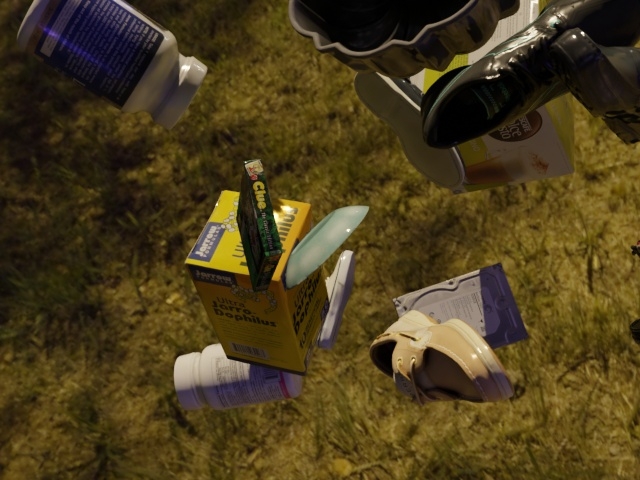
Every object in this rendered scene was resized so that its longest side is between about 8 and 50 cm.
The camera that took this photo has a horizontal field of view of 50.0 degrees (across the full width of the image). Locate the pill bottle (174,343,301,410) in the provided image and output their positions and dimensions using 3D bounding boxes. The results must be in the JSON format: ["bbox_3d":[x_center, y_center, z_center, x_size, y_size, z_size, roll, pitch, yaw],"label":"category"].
[{"bbox_3d":[-0.198,0.322,1.662,0.282,0.160,0.160,-11,48,7],"label":"pill bottle"}]

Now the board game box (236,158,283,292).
[{"bbox_3d":[-0.095,-0.011,1.024,0.030,0.260,0.136,-14,78,-12],"label":"board game box"}]

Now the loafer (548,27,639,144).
[{"bbox_3d":[0.279,-0.152,0.637,0.078,0.223,0.076,-41,59,27],"label":"loafer"}]

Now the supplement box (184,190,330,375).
[{"bbox_3d":[-0.113,0.096,1.417,0.195,0.357,0.194,9,53,16],"label":"supplement box"}]

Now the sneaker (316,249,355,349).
[{"bbox_3d":[0.018,0.142,1.730,0.091,0.094,0.258,14,77,17],"label":"sneaker"}]

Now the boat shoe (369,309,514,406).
[{"bbox_3d":[0.080,0.093,0.498,0.059,0.063,0.170,-31,5,-10],"label":"boat shoe"}]

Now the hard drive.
[{"bbox_3d":[0.409,0.229,2.020,0.338,0.064,0.237,-19,81,7],"label":"hard drive"}]

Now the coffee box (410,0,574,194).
[{"bbox_3d":[0.448,-0.369,1.771,0.334,0.337,0.338,-8,57,31],"label":"coffee box"}]

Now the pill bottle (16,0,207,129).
[{"bbox_3d":[-0.324,-0.299,1.094,0.153,0.264,0.153,-47,24,28],"label":"pill bottle"}]

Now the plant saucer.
[{"bbox_3d":[0.000,0.000,1.142,0.195,0.037,0.195,-44,7,7],"label":"plant saucer"}]

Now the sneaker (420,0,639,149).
[{"bbox_3d":[0.220,-0.171,0.718,0.267,0.101,0.106,-32,13,31],"label":"sneaker"}]

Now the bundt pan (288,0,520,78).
[{"bbox_3d":[0.119,-0.344,0.853,0.330,0.124,0.331,-12,66,29],"label":"bundt pan"}]

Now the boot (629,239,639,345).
[{"bbox_3d":[0.544,0.074,1.080,0.085,0.179,0.236,-32,-3,-18],"label":"boot"}]

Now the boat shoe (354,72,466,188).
[{"bbox_3d":[0.223,-0.269,1.551,0.340,0.127,0.113,46,50,10],"label":"boat shoe"}]
